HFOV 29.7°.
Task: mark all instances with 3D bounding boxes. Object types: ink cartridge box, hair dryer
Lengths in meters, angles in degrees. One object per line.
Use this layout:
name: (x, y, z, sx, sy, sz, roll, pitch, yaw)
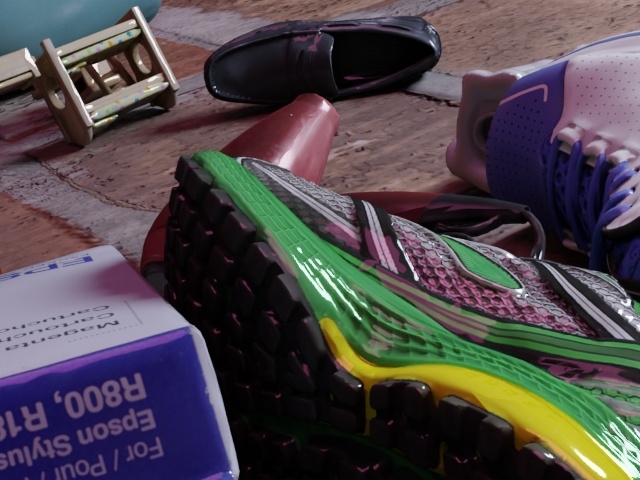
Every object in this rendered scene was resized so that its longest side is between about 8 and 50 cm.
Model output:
ink cartridge box: (-0.209, 0.089, 0.470, 0.324, 0.072, 0.330, -16, 9, -15)
hair dryer: (0.000, 0.000, 0.724, 0.223, 0.080, 0.293, -18, 36, 0)

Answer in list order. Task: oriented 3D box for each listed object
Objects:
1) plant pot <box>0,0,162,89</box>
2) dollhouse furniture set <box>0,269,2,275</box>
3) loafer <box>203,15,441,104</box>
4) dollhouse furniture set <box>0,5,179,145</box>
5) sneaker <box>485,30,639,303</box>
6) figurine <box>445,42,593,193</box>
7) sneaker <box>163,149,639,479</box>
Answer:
plant pot: (-0.366, -0.308, 1.390, 0.293, 0.293, 0.235, 10, 46, 43)
dollhouse furniture set: (-0.334, -0.065, 0.894, 0.152, 0.201, 0.374, -29, 27, -33)
loafer: (0.001, -0.168, 1.113, 0.223, 0.076, 0.078, -8, 15, 1)
dollhouse furniture set: (-0.260, -0.131, 1.194, 0.182, 0.101, 0.161, -29, 3, -33)
sneaker: (0.176, -0.016, 0.609, 0.182, 0.128, 0.315, -24, 27, -31)
figurine: (0.224, -0.096, 0.840, 0.214, 0.092, 0.209, 6, 21, 38)
sneaker: (0.047, 0.056, 0.517, 0.146, 0.134, 0.343, -17, 37, -36)
